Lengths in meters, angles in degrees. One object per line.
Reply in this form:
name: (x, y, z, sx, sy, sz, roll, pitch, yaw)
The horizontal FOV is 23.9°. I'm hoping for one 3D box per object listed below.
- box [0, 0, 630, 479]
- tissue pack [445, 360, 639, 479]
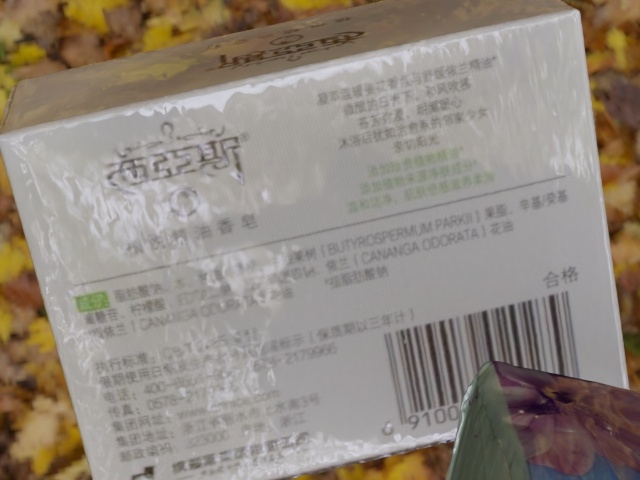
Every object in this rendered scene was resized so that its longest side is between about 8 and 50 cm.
box: (0.000, 0.000, 0.711, 0.260, 0.111, 0.194, -11, 110, -1)
tissue pack: (0.166, 0.174, 0.526, 0.263, 0.146, 0.198, 12, 103, -5)
